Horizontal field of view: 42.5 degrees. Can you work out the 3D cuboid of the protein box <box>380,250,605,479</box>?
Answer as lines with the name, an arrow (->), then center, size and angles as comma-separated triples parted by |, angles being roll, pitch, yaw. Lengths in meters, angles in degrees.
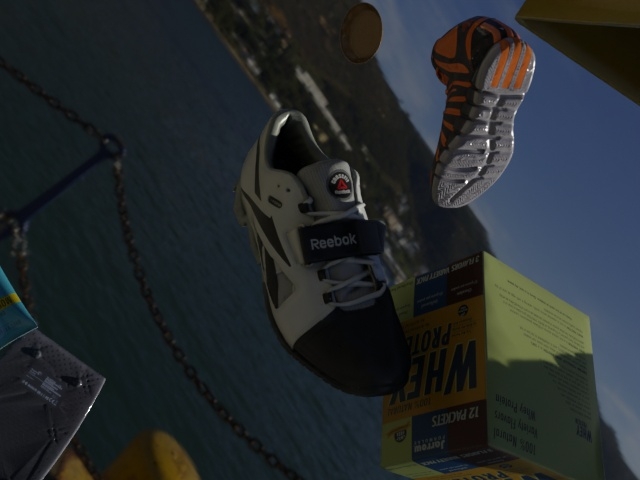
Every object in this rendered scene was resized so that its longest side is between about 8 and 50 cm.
protein box -> 0.180, 0.154, 0.869 | 0.200, 0.136, 0.201 | 28, 52, -34

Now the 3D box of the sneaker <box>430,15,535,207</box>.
sneaker -> 0.246, -0.222, 1.384 | 0.124, 0.321, 0.180 | 4, 35, -24

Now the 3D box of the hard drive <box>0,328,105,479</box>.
hard drive -> -0.483, 0.284, 1.318 | 0.172, 0.254, 0.054 | 40, -31, -17

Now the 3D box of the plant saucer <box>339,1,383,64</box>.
plant saucer -> 0.060, -0.285, 1.135 | 0.015, 0.083, 0.083 | -4, 48, -41

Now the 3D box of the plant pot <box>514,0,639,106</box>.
plant pot -> 0.305, -0.180, 0.555 | 0.212, 0.187, 0.212 | 24, 7, -27

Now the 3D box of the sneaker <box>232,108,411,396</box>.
sneaker -> 0.000, 0.000, 0.835 | 0.330, 0.122, 0.146 | 59, -34, 32

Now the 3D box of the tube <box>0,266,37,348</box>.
tube -> -0.515, 0.068, 1.270 | 0.207, 0.080, 0.052 | 58, -2, 14
